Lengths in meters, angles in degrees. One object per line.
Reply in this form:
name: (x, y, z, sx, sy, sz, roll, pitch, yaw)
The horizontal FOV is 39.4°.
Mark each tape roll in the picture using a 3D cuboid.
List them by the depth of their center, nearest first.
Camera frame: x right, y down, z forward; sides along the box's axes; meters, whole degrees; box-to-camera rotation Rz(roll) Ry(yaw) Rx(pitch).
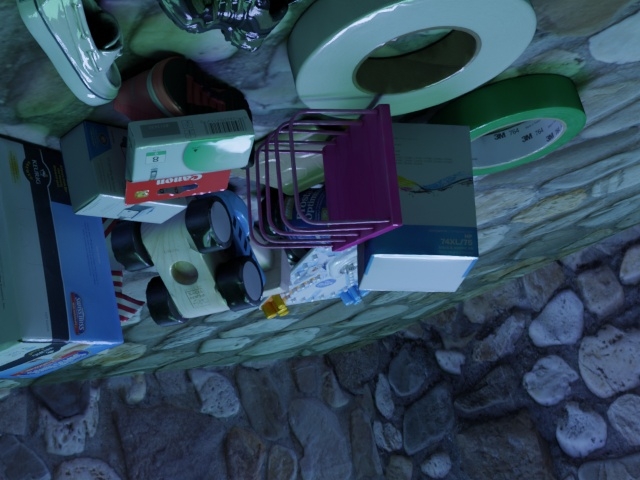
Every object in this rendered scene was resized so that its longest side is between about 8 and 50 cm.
tape roll: (0.142, -0.307, 1.392, 0.391, 0.072, 0.392, -12, 164, -3)
tape roll: (0.377, -0.230, 1.836, 0.321, 0.077, 0.321, -12, 164, -4)

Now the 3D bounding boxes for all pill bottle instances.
pill bottle: (-0.021, -0.053, 1.933, 0.219, 0.123, 0.122, 2, 174, 33)

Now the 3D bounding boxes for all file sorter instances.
file sorter: (-0.008, -0.098, 1.543, 0.182, 0.202, 0.290, -2, 172, -19)

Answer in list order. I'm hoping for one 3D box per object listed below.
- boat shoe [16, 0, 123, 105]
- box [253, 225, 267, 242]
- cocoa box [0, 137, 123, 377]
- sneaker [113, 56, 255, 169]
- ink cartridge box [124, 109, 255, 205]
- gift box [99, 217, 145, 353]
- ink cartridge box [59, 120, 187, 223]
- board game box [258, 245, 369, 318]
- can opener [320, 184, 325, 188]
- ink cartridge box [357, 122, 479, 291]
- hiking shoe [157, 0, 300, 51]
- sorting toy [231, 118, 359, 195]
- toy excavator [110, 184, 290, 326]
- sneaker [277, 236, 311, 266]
boat shoe: (-0.298, -0.262, 1.152, 0.088, 0.096, 0.267, -10, 156, 4)
box: (-0.258, 0.012, 2.197, 0.225, 0.037, 0.136, -17, 163, 15)
cocoa box: (-0.515, 0.040, 1.513, 0.231, 0.347, 0.228, -22, 163, 27)
sneaker: (-0.213, -0.198, 1.444, 0.136, 0.116, 0.314, -9, 160, 23)
ink cartridge box: (-0.209, -0.109, 1.388, 0.181, 0.056, 0.225, -10, 151, -20)
gift box: (-0.523, 0.098, 1.891, 0.276, 0.255, 0.258, -2, 162, -19)
ink cartridge box: (-0.334, -0.113, 1.523, 0.082, 0.140, 0.190, -29, 159, 35)
board game box: (0.081, 0.064, 2.331, 0.390, 0.050, 0.390, -4, 147, -48)
can opener: (0.103, -0.105, 2.072, 0.093, 0.074, 0.280, 17, -179, 33)
ink cartridge box: (0.175, -0.061, 1.695, 0.197, 0.270, 0.198, 2, 159, -4)
hiking shoe: (-0.122, -0.321, 1.142, 0.114, 0.086, 0.227, -38, 160, 25)
sorting toy: (-0.006, -0.183, 1.757, 0.307, 0.041, 0.229, -23, 158, 25)
toy excavator: (-0.203, 0.020, 1.938, 0.222, 0.433, 0.445, -14, -153, 20)
sneaker: (0.000, 0.000, 2.286, 0.271, 0.100, 0.108, -7, 154, -44)
